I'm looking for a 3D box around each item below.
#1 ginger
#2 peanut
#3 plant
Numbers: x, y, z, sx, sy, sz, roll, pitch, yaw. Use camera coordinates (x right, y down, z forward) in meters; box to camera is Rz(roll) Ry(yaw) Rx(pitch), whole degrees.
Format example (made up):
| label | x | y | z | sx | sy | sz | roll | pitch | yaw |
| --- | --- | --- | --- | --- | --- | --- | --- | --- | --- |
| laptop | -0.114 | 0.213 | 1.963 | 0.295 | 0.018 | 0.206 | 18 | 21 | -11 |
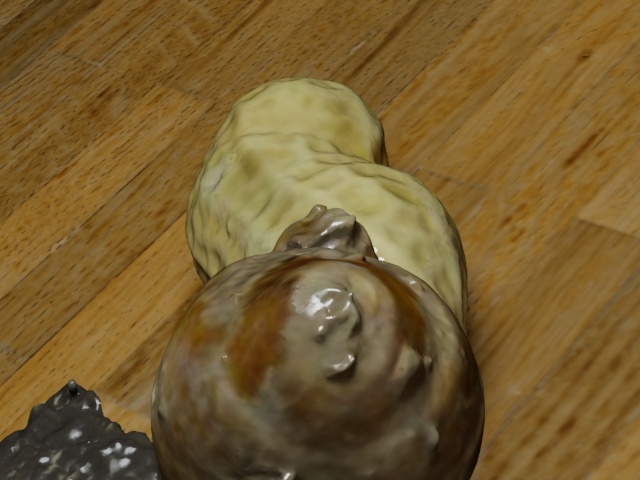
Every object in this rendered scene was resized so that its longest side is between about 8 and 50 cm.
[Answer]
| label | x | y | z | sx | sy | sz | roll | pitch | yaw |
| --- | --- | --- | --- | --- | --- | --- | --- | --- | --- |
| ginger | 0.000 | 0.134 | 0.837 | 0.176 | 0.256 | 0.375 | 2 | 52 | 2 |
| peanut | 0.000 | 0.000 | 1.124 | 0.147 | 0.147 | 0.305 | -25 | 35 | -6 |
| plant | -0.102 | 0.144 | 0.985 | 0.203 | 0.142 | 0.131 | -18 | 29 | -16 |
